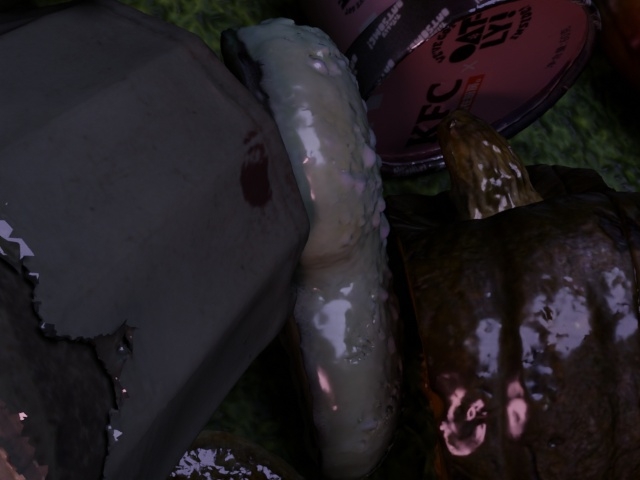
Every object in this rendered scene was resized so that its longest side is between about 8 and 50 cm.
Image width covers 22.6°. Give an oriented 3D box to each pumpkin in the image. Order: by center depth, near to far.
[{"bbox_3d":[0.101,0.018,0.787,0.131,0.126,0.248,-11,48,0],"label":"pumpkin"}]

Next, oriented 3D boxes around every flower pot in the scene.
[{"bbox_3d":[-0.143,0.030,0.625,0.290,0.290,0.259,45,44,2],"label":"flower pot"}]

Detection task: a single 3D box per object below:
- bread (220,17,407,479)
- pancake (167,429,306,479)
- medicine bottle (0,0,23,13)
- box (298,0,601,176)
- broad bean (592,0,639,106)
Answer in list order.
[{"bbox_3d":[0.000,0.000,0.785,0.064,0.172,0.232,-12,108,-6],"label":"bread"},{"bbox_3d":[-0.057,0.147,0.741,0.116,0.022,0.129,14,54,-19],"label":"pancake"},{"bbox_3d":[-0.198,-0.170,0.762,0.151,0.151,0.322,48,54,4],"label":"medicine bottle"},{"bbox_3d":[0.057,-0.132,0.874,0.151,0.151,0.135,-10,60,-30],"label":"box"},{"bbox_3d":[0.217,-0.127,0.983,0.114,0.084,0.165,-33,87,-40],"label":"broad bean"}]
